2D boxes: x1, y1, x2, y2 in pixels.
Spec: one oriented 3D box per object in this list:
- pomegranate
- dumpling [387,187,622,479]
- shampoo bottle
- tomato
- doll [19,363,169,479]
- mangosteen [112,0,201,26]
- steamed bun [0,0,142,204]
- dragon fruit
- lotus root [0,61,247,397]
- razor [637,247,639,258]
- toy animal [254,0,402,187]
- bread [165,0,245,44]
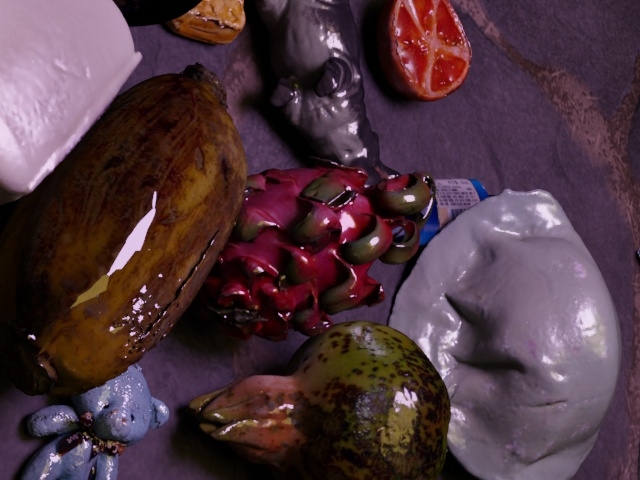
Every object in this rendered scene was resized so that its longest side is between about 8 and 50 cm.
[{"bbox_3d":[0.002,0.204,1.571,0.204,0.277,0.222,83,-1,-55],"label":"pomegranate"},{"bbox_3d":[0.243,0.137,1.824,0.212,0.270,0.320,47,21,-56],"label":"dumpling"},{"bbox_3d":[0.166,-0.037,1.882,0.183,0.050,0.087,-2,79,-46],"label":"shampoo bottle"},{"bbox_3d":[0.117,-0.248,1.874,0.156,0.069,0.155,11,74,-46],"label":"tomato"},{"bbox_3d":[-0.218,0.187,1.396,0.120,0.075,0.179,48,49,-23],"label":"doll"},{"bbox_3d":[-0.186,-0.329,1.465,0.243,0.243,0.243,15,69,-44],"label":"mangosteen"},{"bbox_3d":[-0.295,-0.154,1.355,0.164,0.146,0.241,51,48,-23],"label":"steamed bun"},{"bbox_3d":[-0.003,0.008,1.552,0.218,0.273,0.198,89,-4,-63],"label":"dragon fruit"},{"bbox_3d":[-0.192,-0.021,1.392,0.179,0.196,0.397,60,43,-34],"label":"lotus root"},{"bbox_3d":[0.551,0.025,2.212,0.068,0.135,0.040,65,25,-11],"label":"razor"},{"bbox_3d":[0.007,-0.165,1.704,0.168,0.106,0.343,-45,118,-67],"label":"toy animal"},{"bbox_3d":[-0.131,-0.264,1.635,0.111,0.044,0.083,14,68,-42],"label":"bread"}]
